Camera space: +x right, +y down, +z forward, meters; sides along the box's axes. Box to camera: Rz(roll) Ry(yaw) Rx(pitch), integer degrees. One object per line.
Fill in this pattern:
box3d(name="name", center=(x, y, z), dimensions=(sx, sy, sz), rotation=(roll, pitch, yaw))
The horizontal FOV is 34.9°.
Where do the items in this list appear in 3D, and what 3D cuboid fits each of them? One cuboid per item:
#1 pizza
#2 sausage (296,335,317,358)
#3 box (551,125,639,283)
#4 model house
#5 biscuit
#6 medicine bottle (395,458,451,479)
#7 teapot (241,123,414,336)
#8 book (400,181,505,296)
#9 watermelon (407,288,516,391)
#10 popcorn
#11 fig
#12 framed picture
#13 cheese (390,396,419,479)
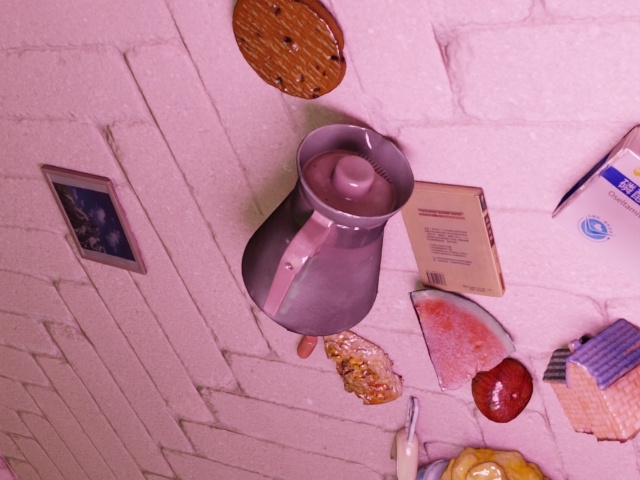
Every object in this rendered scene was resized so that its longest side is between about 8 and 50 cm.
box3d(name="pizza", center=(0.082, 0.268, 2.133), dimensions=(0.147, 0.069, 0.226), rotation=(0, 130, 42))
box3d(name="sausage", center=(-0.029, 0.228, 2.207), dimensions=(0.034, 0.034, 0.083), rotation=(34, 144, 5))
box3d(name="box", center=(0.532, 0.003, 1.483), dimensions=(0.343, 0.065, 0.200), rotation=(37, 144, 1))
box3d(name="model house", center=(0.475, 0.224, 1.711), dimensions=(0.172, 0.166, 0.183), rotation=(58, 156, -3))
box3d(name="biscuit", center=(-0.051, -0.320, 1.637), dimensions=(0.212, 0.036, 0.212), rotation=(23, 140, 20))
box3d(name="medicine bottle", center=(0.244, 0.568, 2.264), dimensions=(0.135, 0.135, 0.168), rotation=(42, 142, -6))
box3d(name="teapot", center=(0.000, 0.000, 1.726), dimensions=(0.253, 0.300, 0.344), rotation=(31, 140, 8))
box3d(name="book", center=(0.225, -0.001, 1.762), dimensions=(0.161, 0.026, 0.231), rotation=(8, 134, 32))
box3d(name="watermelon", center=(0.240, 0.164, 1.825), dimensions=(0.136, 0.202, 0.207), rotation=(-39, 122, 13))
box3d(name="popcorn", center=(0.365, 0.552, 2.091), dimensions=(0.286, 0.252, 0.215), rotation=(53, -179, -15))
box3d(name="fig", center=(0.324, 0.263, 1.910), dimensions=(0.153, 0.119, 0.119), rotation=(44, 151, 35))
box3d(name="framed picture", center=(-0.511, -0.046, 2.318), dimensions=(0.208, 0.019, 0.281), rotation=(11, 136, 30))
box3d(name="cheese", center=(0.189, 0.432, 2.207), dimensions=(0.049, 0.127, 0.235), rotation=(4, 123, -3))
